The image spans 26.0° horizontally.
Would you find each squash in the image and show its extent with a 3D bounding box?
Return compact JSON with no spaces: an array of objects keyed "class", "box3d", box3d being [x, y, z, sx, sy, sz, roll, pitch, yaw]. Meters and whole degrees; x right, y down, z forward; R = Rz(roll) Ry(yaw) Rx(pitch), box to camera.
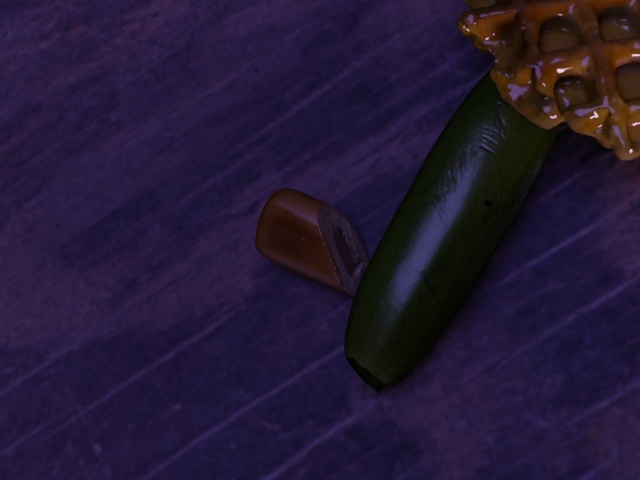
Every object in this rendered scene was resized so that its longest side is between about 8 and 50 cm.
[{"class":"squash","box3d":[0.103,-0.020,1.053,0.082,0.082,0.292,27,82,25]}]

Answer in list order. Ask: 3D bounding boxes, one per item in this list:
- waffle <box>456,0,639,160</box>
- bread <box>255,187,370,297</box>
[{"class":"waffle","box3d":[0.258,-0.196,1.044,0.312,0.060,0.307,-39,67,-17]},{"class":"bread","box3d":[0.001,0.000,1.096,0.103,0.049,0.062,23,108,23]}]
